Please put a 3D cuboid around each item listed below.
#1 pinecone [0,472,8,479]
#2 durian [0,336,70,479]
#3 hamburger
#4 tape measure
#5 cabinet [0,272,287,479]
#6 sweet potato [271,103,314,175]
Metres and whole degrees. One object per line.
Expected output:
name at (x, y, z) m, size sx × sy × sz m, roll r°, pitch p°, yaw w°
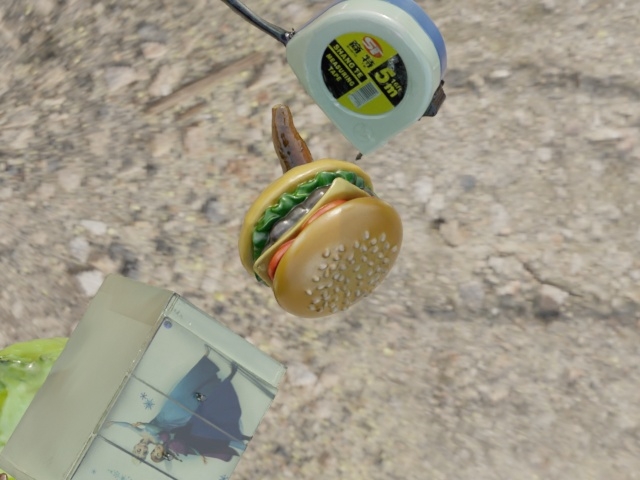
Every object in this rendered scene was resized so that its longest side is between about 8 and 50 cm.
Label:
pinecone at (-0.236, 0.217, 0.776) m, size 0.208 × 0.208 × 0.207 m, roll -1°, pitch 93°, yaw -19°
durian at (-0.296, 0.227, 1.671) m, size 0.340 × 0.256 × 0.204 m, roll 8°, pitch 88°, yaw -63°
hamburger at (0.000, 0.000, 1.271) m, size 0.162 × 0.115 × 0.162 m, roll -24°, pitch 142°, yaw -20°
tape measure at (0.023, -0.294, 1.825) m, size 0.351 × 0.215 × 0.098 m, roll 47°, pitch 39°, yaw -15°
cabinet at (-0.161, 0.161, 1.192) m, size 0.145 × 0.150 × 0.206 m, roll 37°, pitch 76°, yaw -32°
sweet potato at (-0.021, -0.043, 1.626) m, size 0.057 × 0.057 × 0.264 m, roll -15°, pitch 105°, yaw -17°
